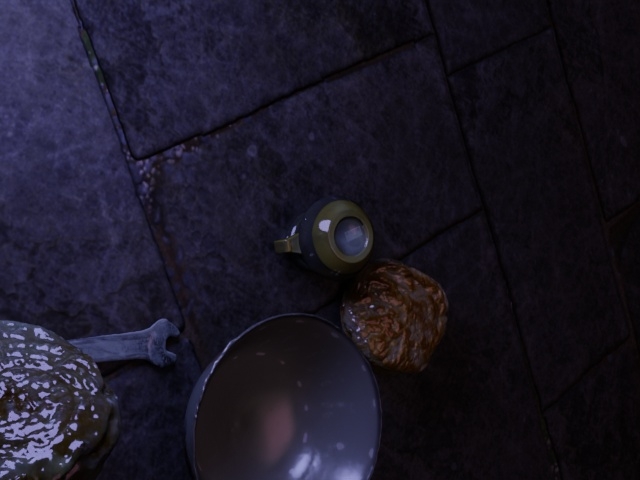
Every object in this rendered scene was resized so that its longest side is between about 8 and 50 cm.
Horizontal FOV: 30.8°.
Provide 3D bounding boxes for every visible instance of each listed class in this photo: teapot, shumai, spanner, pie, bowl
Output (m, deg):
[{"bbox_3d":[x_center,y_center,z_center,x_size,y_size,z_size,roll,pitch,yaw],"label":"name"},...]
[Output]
[{"bbox_3d":[0.000,0.000,1.770,0.166,0.119,0.130,-8,90,-33],"label":"teapot"},{"bbox_3d":[-0.398,0.282,1.386,0.309,0.304,0.263,-1,123,-15],"label":"shumai"},{"bbox_3d":[-0.313,0.146,1.557,0.302,0.017,0.071,-1,89,-42],"label":"spanner"},{"bbox_3d":[0.118,0.128,1.893,0.205,0.084,0.179,24,72,-37],"label":"pie"},{"bbox_3d":[-0.085,0.269,1.664,0.337,0.157,0.337,1,88,-40],"label":"bowl"}]
